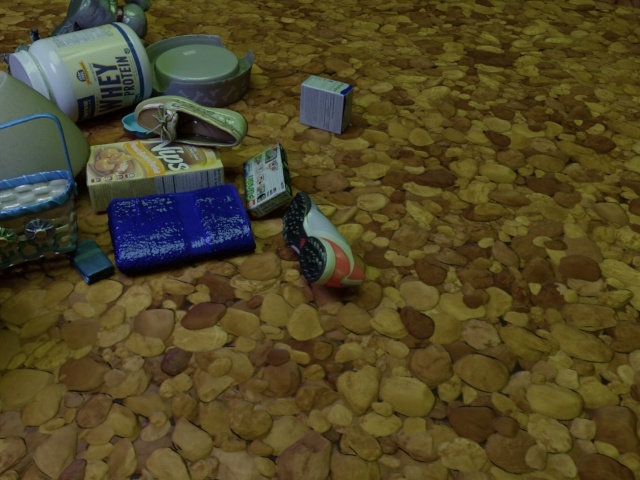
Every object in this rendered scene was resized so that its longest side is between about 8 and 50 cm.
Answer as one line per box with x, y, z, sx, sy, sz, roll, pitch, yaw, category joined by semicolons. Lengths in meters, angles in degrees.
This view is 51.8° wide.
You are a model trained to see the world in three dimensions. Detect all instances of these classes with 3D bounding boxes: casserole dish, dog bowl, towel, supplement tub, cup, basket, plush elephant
-0.469;-0.338;1.866;0.114;0.036;0.188;29;46;28;casserole dish
-0.379;-0.521;2.040;0.349;0.102;0.348;2;39;-2;dog bowl
-0.494;0.043;1.415;0.067;0.029;0.119;-27;47;-28;towel
-0.666;-0.463;1.848;0.325;0.235;0.235;-26;48;-30;supplement tub
-0.744;-0.248;1.525;0.332;0.236;0.331;-10;43;9;cup
-0.318;-0.039;1.488;0.309;0.076;0.227;-12;41;-17;towel
-0.624;-0.101;1.356;0.255;0.288;0.201;-17;25;-11;basket
-0.695;-0.737;2.189;0.330;0.256;0.271;-4;72;45;plush elephant

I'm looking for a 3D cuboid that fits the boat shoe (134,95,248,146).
-0.326;-0.289;1.628;0.286;0.104;0.089;6;34;3;boat shoe

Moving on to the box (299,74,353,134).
0.017;-0.389;1.888;0.137;0.126;0.072;19;41;18;box

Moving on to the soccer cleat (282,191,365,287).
0.000;0.000;1.460;0.117;0.108;0.318;19;24;-27;soccer cleat

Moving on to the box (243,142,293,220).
-0.132;-0.148;1.618;0.114;0.036;0.206;-28;39;15;box

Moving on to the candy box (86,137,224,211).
-0.411;-0.174;1.633;0.317;0.087;0.182;-10;40;-15;candy box

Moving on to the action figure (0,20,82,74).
-0.887;-0.602;2.086;0.285;0.099;0.185;-8;57;9;action figure
